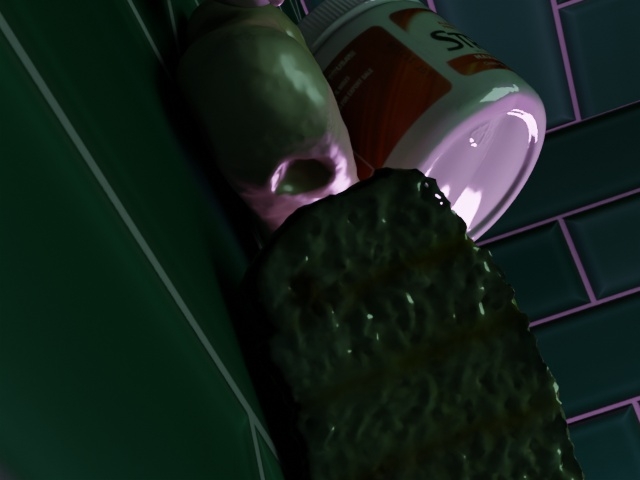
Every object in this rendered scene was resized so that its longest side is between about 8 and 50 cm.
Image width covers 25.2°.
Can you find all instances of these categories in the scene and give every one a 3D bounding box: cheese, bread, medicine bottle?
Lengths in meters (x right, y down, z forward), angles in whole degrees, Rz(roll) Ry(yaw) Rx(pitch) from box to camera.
[{"bbox_3d":[-0.064,-0.155,1.405,0.351,0.129,0.328,64,4,-57],"label":"cheese"},{"bbox_3d":[0.082,0.141,1.305,0.264,0.239,0.395,36,34,-88],"label":"bread"},{"bbox_3d":[0.093,-0.132,1.642,0.241,0.252,0.252,42,-10,29],"label":"medicine bottle"}]

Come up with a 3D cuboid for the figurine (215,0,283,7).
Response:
[{"bbox_3d":[-0.097,-0.295,1.389,0.276,0.200,0.133,-155,-121,-63],"label":"figurine"}]
